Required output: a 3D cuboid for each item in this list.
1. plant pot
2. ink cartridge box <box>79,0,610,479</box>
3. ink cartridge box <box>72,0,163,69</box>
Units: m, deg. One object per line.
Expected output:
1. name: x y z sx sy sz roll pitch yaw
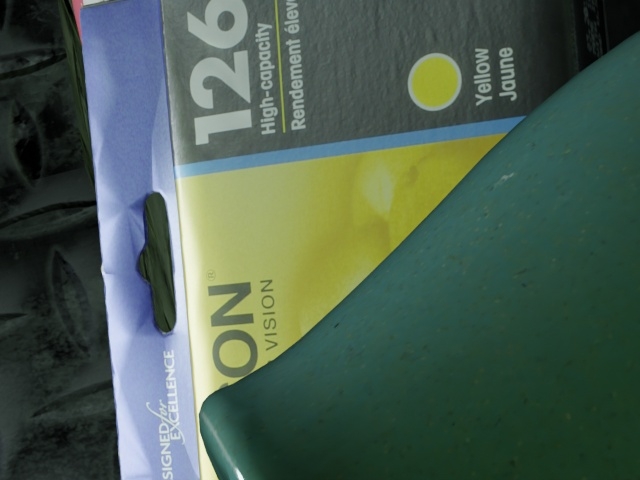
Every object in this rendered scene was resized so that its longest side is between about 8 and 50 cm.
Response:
1. plant pot: 0.120 0.067 0.392 0.271 0.255 0.271 60 171 16
2. ink cartridge box: 0.000 0.000 0.798 0.072 0.307 0.303 0 -96 -64
3. ink cartridge box: -0.036 -0.131 1.046 0.283 0.207 0.117 -132 28 -64
